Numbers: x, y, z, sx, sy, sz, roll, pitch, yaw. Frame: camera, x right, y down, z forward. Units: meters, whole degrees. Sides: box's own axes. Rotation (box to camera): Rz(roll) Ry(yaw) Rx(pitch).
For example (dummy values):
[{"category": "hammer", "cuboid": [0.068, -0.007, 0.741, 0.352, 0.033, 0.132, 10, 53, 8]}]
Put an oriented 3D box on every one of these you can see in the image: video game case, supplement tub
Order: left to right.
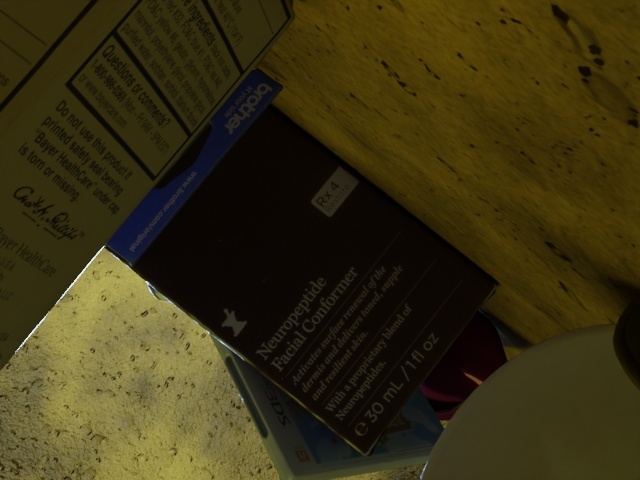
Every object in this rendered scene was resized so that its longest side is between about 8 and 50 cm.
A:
[{"category": "video game case", "cuboid": [0.012, 0.145, 1.135, 0.212, 0.023, 0.193, 1, -133, -40]}, {"category": "supplement tub", "cuboid": [0.233, 0.224, 0.699, 0.331, 0.241, 0.241, 42, 174, -31]}]

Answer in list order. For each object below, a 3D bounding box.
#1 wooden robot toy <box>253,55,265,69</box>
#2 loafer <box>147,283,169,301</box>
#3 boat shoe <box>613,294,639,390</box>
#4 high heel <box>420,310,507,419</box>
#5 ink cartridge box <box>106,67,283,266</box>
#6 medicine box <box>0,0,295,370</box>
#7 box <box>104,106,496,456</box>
[{"category": "wooden robot toy", "cuboid": [-0.111, -0.162, 0.742, 0.173, 0.076, 0.079, 34, 162, 38]}, {"category": "loafer", "cuboid": [-0.051, 0.028, 1.347, 0.319, 0.112, 0.111, 8, -150, 15]}, {"category": "boat shoe", "cuboid": [0.221, 0.079, 0.530, 0.072, 0.068, 0.190, 28, -178, -38]}, {"category": "high heel", "cuboid": [0.161, 0.174, 1.312, 0.181, 0.127, 0.377, 48, 177, 30]}, {"category": "ink cartridge box", "cuboid": [-0.195, -0.129, 0.918, 0.311, 0.186, 0.065, 36, 171, 21]}, {"category": "medicine box", "cuboid": [-0.208, -0.111, 0.598, 0.263, 0.289, 0.149, 37, 172, 18]}, {"category": "box", "cuboid": [-0.050, 0.002, 1.036, 0.381, 0.191, 0.143, 37, 174, 6]}]
